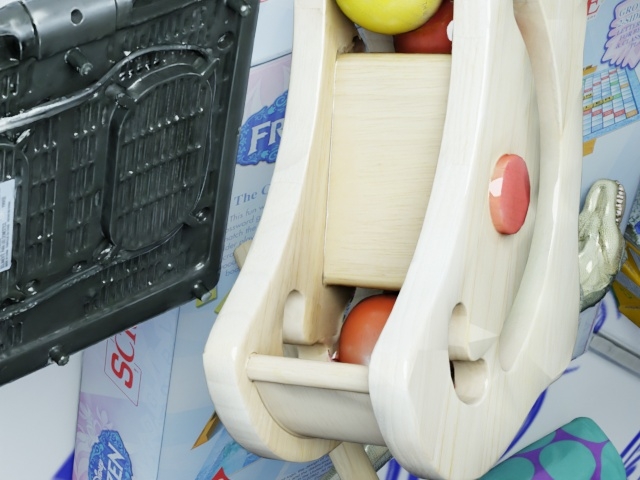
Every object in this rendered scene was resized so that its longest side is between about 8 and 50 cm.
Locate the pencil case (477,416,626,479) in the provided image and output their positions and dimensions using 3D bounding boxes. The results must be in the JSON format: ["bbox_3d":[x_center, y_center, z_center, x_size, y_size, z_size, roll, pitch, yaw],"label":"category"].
[{"bbox_3d":[0.131,0.174,1.276,0.151,0.064,0.070,-25,126,-32],"label":"pencil case"}]

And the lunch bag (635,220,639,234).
[{"bbox_3d":[0.251,-0.047,1.010,0.096,0.151,0.129,56,50,-83],"label":"lunch bag"}]

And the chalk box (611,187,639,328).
[{"bbox_3d":[0.317,-0.042,1.151,0.289,0.180,0.179,-43,149,-5],"label":"chalk box"}]

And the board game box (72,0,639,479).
[{"bbox_3d":[0.035,-0.016,0.941,0.318,0.066,0.318,-24,142,-34],"label":"board game box"}]

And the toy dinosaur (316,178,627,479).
[{"bbox_3d":[0.058,0.050,0.923,0.268,0.064,0.118,-36,154,-13],"label":"toy dinosaur"}]

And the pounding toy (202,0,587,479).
[{"bbox_3d":[0.000,0.000,0.714,0.154,0.154,0.270,-9,102,-61],"label":"pounding toy"}]

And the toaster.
[{"bbox_3d":[-0.116,-0.044,0.681,0.168,0.110,0.186,-26,143,-33],"label":"toaster"}]
